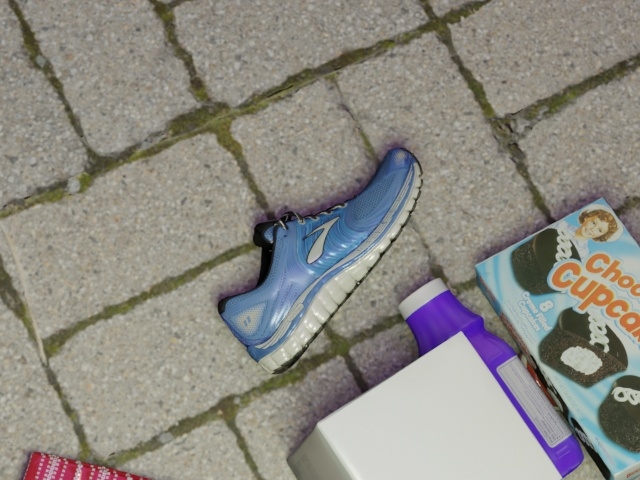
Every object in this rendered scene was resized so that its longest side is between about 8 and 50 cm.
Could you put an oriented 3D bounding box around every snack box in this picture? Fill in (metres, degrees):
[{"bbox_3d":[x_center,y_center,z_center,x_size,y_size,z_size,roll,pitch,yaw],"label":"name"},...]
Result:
[{"bbox_3d":[0.346,0.118,1.909,0.187,0.060,0.322,-28,60,-6],"label":"snack box"}]

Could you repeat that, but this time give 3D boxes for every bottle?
[{"bbox_3d":[0.199,0.177,1.920,0.092,0.118,0.283,-29,78,-32],"label":"bottle"}]

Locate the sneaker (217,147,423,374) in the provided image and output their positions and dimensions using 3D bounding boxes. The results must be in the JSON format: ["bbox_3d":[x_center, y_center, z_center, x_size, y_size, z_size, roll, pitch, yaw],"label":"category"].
[{"bbox_3d":[0.000,0.000,1.941,0.147,0.130,0.330,40,71,2],"label":"sneaker"}]

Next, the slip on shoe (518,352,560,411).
[{"bbox_3d":[0.402,0.135,1.976,0.331,0.101,0.123,-9,76,-10],"label":"slip on shoe"}]

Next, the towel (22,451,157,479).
[{"bbox_3d":[-0.228,0.370,1.830,0.275,0.031,0.199,15,78,0],"label":"towel"}]

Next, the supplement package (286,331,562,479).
[{"bbox_3d":[0.109,0.261,1.804,0.198,0.262,0.199,-31,80,-16],"label":"supplement package"}]
